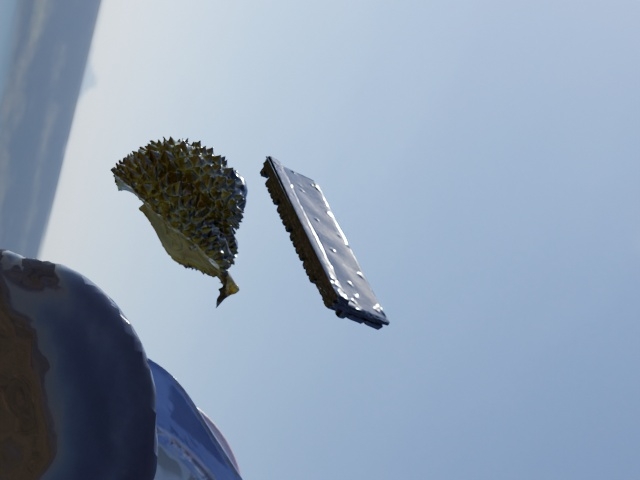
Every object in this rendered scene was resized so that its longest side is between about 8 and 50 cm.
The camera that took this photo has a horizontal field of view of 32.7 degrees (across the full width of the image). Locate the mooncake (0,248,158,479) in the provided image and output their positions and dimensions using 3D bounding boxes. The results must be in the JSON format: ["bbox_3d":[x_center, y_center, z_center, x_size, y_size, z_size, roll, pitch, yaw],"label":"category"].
[{"bbox_3d":[-0.229,0.119,0.692,0.133,0.245,0.245,150,-48,-64],"label":"mooncake"}]

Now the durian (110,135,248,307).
[{"bbox_3d":[-0.156,-0.042,1.432,0.138,0.237,0.193,-36,172,-13],"label":"durian"}]

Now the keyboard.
[{"bbox_3d":[0.000,0.001,1.027,0.023,0.072,0.231,-51,-143,20],"label":"keyboard"}]

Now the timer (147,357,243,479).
[{"bbox_3d":[-0.193,0.276,0.830,0.173,0.395,0.395,-45,-150,35],"label":"timer"}]

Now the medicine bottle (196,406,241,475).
[{"bbox_3d":[-0.277,0.371,1.467,0.316,0.202,0.202,-39,-149,24],"label":"medicine bottle"}]
